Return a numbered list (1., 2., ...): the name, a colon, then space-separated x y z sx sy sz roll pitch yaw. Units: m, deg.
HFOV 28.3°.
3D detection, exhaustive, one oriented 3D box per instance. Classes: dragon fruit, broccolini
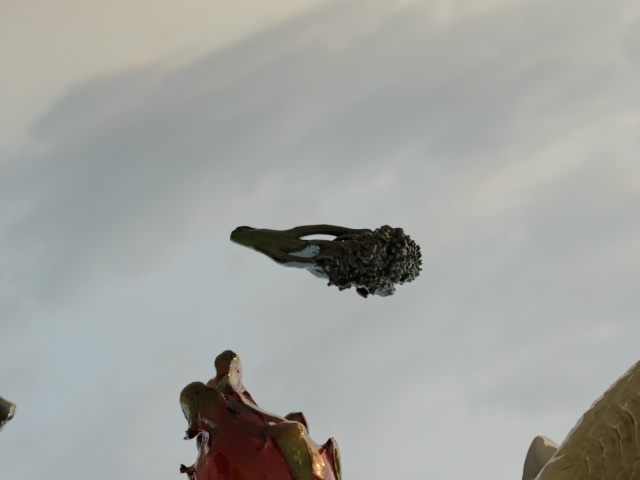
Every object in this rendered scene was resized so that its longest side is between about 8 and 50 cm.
1. dragon fruit: -0.054 0.181 1.009 0.133 0.150 0.207 -10 -121 -16
2. broccolini: 0.005 0.015 1.156 0.203 0.068 0.091 5 -139 46

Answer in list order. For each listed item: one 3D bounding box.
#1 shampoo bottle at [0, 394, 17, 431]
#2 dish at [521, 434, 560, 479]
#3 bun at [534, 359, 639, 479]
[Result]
1. shampoo bottle: -0.293 0.007 0.678 0.098 0.309 0.071 -49 -173 2
2. dish: 0.279 0.309 1.306 0.081 0.229 0.229 -12 -158 27
3. bun: 0.305 0.224 0.927 0.364 0.202 0.364 -49 -169 12
